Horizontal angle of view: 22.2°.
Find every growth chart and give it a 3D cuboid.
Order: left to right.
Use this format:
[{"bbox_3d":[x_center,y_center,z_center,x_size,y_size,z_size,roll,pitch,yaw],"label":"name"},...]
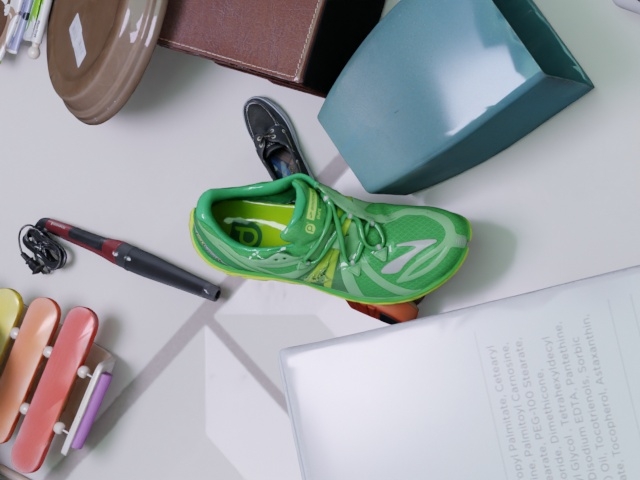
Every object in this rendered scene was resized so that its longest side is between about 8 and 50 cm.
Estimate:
[{"bbox_3d":[-0.405,-0.287,1.970,0.237,0.021,0.172,10,90,34],"label":"growth chart"}]

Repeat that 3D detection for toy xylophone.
[{"bbox_3d":[-0.384,0.161,1.923,0.322,0.081,0.236,17,93,22],"label":"toy xylophone"}]

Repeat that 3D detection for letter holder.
[{"bbox_3d":[-0.040,-0.327,1.787,0.214,0.152,0.302,18,93,24],"label":"letter holder"}]

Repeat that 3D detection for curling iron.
[{"bbox_3d":[-0.234,0.029,1.898,0.274,0.035,0.068,13,95,22],"label":"curling iron"}]

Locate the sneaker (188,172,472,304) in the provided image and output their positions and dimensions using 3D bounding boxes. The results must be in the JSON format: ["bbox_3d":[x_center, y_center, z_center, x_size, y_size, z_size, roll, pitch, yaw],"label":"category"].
[{"bbox_3d":[0.007,-0.002,1.675,0.295,0.123,0.109,3,72,6],"label":"sneaker"}]

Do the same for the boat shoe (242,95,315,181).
[{"bbox_3d":[-0.048,-0.103,1.831,0.049,0.040,0.142,-34,75,16],"label":"boat shoe"}]

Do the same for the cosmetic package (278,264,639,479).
[{"bbox_3d":[0.221,0.217,1.550,0.393,0.329,0.327,-15,82,19],"label":"cosmetic package"}]

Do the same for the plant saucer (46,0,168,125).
[{"bbox_3d":[-0.244,-0.268,1.834,0.278,0.041,0.278,-25,60,53],"label":"plant saucer"}]

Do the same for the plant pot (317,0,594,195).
[{"bbox_3d":[0.127,-0.158,1.710,0.234,0.165,0.165,-39,74,22],"label":"plant pot"}]

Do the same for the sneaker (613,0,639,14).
[{"bbox_3d":[0.389,-0.184,1.637,0.235,0.094,0.153,17,84,11],"label":"sneaker"}]

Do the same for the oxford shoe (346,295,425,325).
[{"bbox_3d":[0.000,0.000,1.789,0.271,0.097,0.098,26,81,14],"label":"oxford shoe"}]
